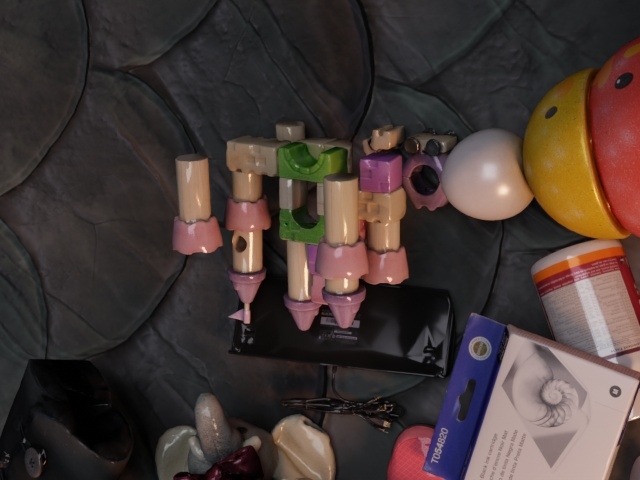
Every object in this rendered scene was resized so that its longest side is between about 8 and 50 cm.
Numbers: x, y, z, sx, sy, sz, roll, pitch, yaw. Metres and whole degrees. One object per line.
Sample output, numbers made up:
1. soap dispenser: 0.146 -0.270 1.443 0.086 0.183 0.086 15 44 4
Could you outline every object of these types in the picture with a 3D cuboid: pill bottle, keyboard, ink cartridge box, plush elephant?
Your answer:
1. pill bottle: 0.351 0.117 1.502 0.121 0.121 0.221 -20 77 15
2. keyboard: 0.025 0.153 1.653 0.317 0.033 0.202 5 78 20
3. ink cartridge box: 0.247 0.226 1.456 0.224 0.045 0.223 19 101 22
4. plush elephant: -0.117 0.321 1.574 0.271 0.330 0.255 -14 56 3

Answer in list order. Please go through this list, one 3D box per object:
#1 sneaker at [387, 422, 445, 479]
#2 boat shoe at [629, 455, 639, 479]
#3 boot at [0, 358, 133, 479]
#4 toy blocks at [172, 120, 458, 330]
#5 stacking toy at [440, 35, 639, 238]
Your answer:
1. sneaker: 0.130 0.391 1.530 0.115 0.136 0.314 -1 82 18
2. boat shoe: 0.406 0.320 1.506 0.035 0.035 0.100 9 81 -8
3. boot: -0.350 0.431 1.599 0.367 0.146 0.445 42 111 29
4. toy blocks: 0.000 0.000 1.598 0.288 0.309 0.260 9 111 30
5. stacking toy: 0.365 -0.106 1.442 0.479 0.350 0.351 -12 79 26
